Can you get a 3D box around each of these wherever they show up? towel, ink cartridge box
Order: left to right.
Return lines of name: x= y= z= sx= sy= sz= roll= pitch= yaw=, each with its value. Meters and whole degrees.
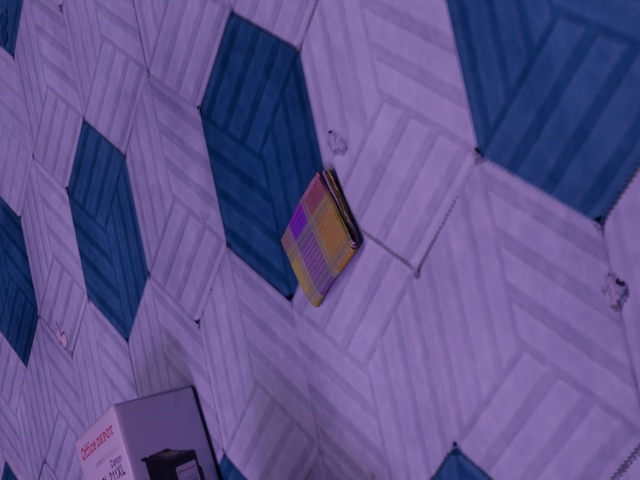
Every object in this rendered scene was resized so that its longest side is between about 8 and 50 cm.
ink cartridge box: x=-0.132 y=0.222 z=1.128 sx=0.127 sy=0.072 sz=0.175 roll=-44 pitch=61 yaw=58
towel: x=0.000 y=0.000 z=0.883 sx=0.060 sy=0.009 sz=0.083 roll=65 pitch=149 yaw=24
